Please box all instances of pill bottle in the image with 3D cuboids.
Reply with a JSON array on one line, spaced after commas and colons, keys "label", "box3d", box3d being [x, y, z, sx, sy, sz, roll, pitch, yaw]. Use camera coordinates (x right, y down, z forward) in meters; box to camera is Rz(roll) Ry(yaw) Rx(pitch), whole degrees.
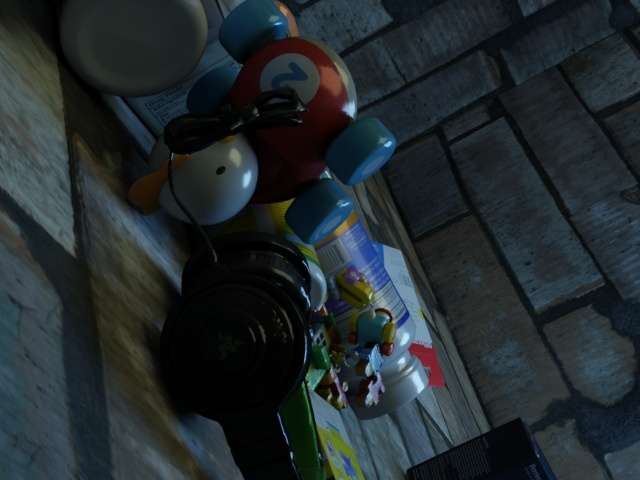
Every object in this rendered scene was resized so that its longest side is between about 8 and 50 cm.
[{"label": "pill bottle", "box3d": [-0.073, -0.004, 1.319, 0.117, 0.118, 0.208, 53, 13, -47]}, {"label": "pill bottle", "box3d": [0.035, 0.097, 1.516, 0.272, 0.152, 0.152, 61, 9, -7]}, {"label": "pill bottle", "box3d": [-0.216, -0.288, 1.239, 0.153, 0.153, 0.264, 54, 12, -43]}]

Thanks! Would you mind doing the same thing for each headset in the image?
[{"label": "headset", "box3d": [-0.046, 0.065, 1.044, 0.243, 0.185, 0.394, -90, 163, -72]}]

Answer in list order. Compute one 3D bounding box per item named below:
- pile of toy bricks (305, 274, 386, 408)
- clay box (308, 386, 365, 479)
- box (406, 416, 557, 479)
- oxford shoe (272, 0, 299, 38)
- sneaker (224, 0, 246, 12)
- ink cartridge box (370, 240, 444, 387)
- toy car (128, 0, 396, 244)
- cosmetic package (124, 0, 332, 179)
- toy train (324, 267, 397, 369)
[{"label": "pile of toy bricks", "box3d": [-0.006, 0.144, 1.375, 0.105, 0.118, 0.212, -51, 129, -45]}, {"label": "clay box", "box3d": [0.014, 0.271, 1.202, 0.127, 0.053, 0.222, 49, 18, -57]}, {"label": "box", "box3d": [0.260, 0.393, 1.734, 0.153, 0.207, 0.108, 58, 9, -24]}, {"label": "oxford shoe", "box3d": [-0.084, -0.308, 2.295, 0.363, 0.130, 0.132, 64, 39, -39]}, {"label": "sneaker", "box3d": [-0.177, -0.476, 1.700, 0.182, 0.158, 0.410, 37, 32, -32]}, {"label": "ink cartridge box", "box3d": [0.095, 0.122, 1.684, 0.134, 0.078, 0.231, 18, 50, -56]}, {"label": "toy car", "box3d": [-0.091, -0.096, 1.160, 0.238, 0.210, 0.219, -29, 72, -41]}, {"label": "cosmetic package", "box3d": [-0.122, -0.164, 1.422, 0.296, 0.153, 0.129, 55, 10, -48]}, {"label": "toy train", "box3d": [0.028, 0.081, 1.413, 0.166, 0.125, 0.046, 53, 44, -15]}]
